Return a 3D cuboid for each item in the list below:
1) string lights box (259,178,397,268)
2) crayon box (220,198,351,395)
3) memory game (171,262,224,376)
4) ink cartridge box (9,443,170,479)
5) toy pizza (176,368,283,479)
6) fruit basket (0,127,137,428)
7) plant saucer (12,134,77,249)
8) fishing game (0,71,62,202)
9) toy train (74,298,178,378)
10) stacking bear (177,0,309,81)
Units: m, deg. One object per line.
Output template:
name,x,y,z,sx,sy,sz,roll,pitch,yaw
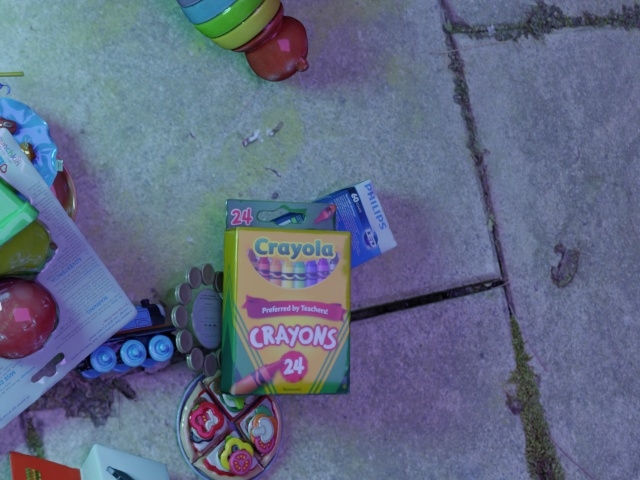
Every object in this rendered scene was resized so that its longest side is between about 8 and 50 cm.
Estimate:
string lights box,0.000,0.000,2.082,0.260,0.077,0.133,-25,96,-35
crayon box,-0.056,0.090,1.941,0.202,0.081,0.318,1,86,-20
memory game,-0.183,0.127,1.927,0.186,0.012,0.186,19,67,-58
ink cartridge box,-0.311,0.394,1.698,0.239,0.275,0.060,23,110,-29
toy pizza,-0.141,0.302,1.955,0.201,0.032,0.201,7,77,-33
fruit basket,-0.475,0.072,1.680,0.327,0.165,0.353,-41,124,-19
plant saucer,-0.465,-0.060,1.800,0.200,0.037,0.200,7,77,-32
fishing game,-0.472,-0.125,1.762,0.189,0.041,0.264,-2,82,-32
toy train,-0.307,0.148,1.846,0.184,0.080,0.105,-8,80,-35
stacking bear,-0.131,-0.392,2.026,0.289,0.175,0.164,46,57,-27
